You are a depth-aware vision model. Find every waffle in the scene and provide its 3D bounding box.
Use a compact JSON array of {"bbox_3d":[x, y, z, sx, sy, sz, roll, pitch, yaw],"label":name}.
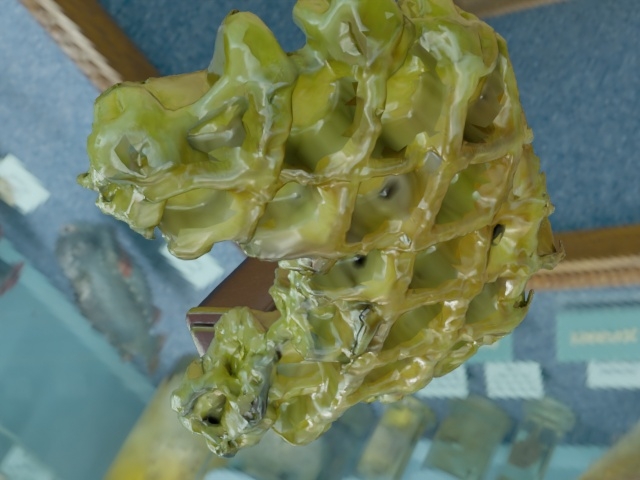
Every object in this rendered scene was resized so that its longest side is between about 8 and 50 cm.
[{"bbox_3d":[0.002,0.003,0.436,0.051,0.149,0.194,61,-179,33],"label":"waffle"}]

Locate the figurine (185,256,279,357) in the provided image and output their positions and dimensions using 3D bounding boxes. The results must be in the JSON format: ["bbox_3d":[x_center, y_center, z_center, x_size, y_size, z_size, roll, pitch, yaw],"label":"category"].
[{"bbox_3d":[-0.013,0.045,0.977,0.098,0.154,0.082,-18,105,32],"label":"figurine"}]
